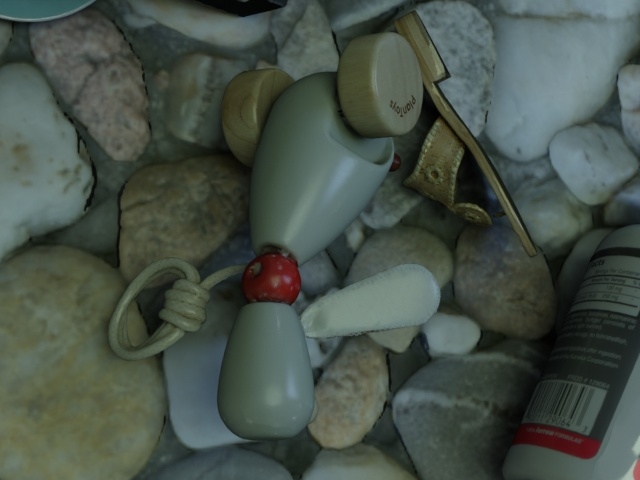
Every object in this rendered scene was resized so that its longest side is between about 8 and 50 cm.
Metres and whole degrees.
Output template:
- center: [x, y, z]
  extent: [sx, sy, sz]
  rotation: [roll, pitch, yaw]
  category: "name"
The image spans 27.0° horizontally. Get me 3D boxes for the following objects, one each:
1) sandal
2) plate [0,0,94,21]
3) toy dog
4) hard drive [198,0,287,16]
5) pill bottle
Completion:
- center: [0.103, -0.078, 1.168]
  extent: [0.079, 0.088, 0.240]
  rotation: [-27, 85, 10]
  category: "sandal"
- center: [-0.241, -0.268, 1.070]
  extent: [0.188, 0.024, 0.188]
  rotation: [0, 90, -24]
  category: "plate"
- center: [0.000, 0.000, 1.065]
  extent: [0.161, 0.220, 0.334]
  rotation: [35, 78, -46]
  category: "toy dog"
- center: [-0.154, -0.330, 1.025]
  extent: [0.339, 0.064, 0.237]
  rotation: [11, 78, -48]
  category: "hard drive"
- center: [0.295, 0.097, 1.148]
  extent: [0.176, 0.176, 0.319]
  rotation: [31, 74, -14]
  category: "pill bottle"
